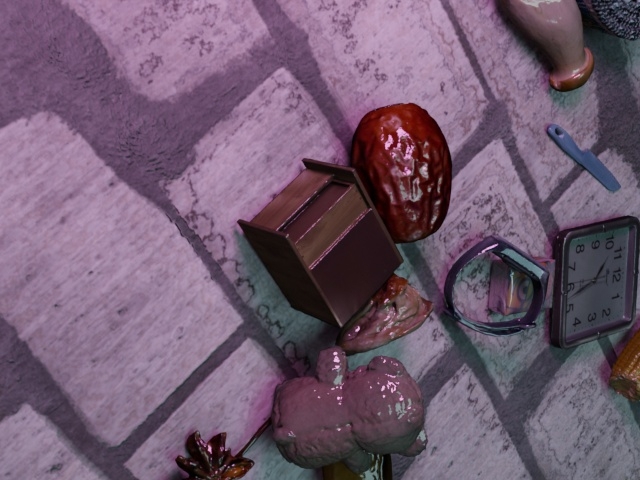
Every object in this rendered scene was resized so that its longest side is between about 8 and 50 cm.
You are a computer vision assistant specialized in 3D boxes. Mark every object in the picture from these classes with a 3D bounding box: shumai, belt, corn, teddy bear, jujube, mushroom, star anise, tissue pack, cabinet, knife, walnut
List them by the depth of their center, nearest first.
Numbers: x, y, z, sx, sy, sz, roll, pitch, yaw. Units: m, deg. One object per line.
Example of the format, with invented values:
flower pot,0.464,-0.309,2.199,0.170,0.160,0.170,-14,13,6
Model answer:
cabinet,0.000,0.000,1.674,0.175,0.148,0.215,-46,127,-21
star anise,-0.159,0.402,1.682,0.234,0.073,0.177,-6,88,-34
teddy bear,0.046,0.296,1.698,0.267,0.151,0.236,-18,101,6
jujube,0.144,-0.120,1.737,0.183,0.183,0.243,-16,99,-34
shumai,0.096,0.121,1.757,0.201,0.201,0.120,-30,98,-29
walnut,0.069,0.422,1.829,0.137,0.137,0.245,-17,109,-34
mushroom,0.445,-0.434,1.942,0.128,0.128,0.350,-54,130,-16
belt,0.580,-0.536,2.003,0.295,0.160,0.206,13,109,-37
tissue pack,0.426,0.094,2.075,0.148,0.060,0.108,-4,103,-36
knife,0.583,-0.180,2.169,0.313,0.019,0.044,33,77,-39
corn,0.824,0.246,2.369,0.344,0.131,0.131,-41,121,-25

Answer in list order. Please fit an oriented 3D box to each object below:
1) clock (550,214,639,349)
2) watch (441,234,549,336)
clock,0.616,0.091,2.227,0.279,0.049,0.273,-11,107,-35
watch,0.354,0.103,1.973,0.206,0.068,0.193,34,91,-12
